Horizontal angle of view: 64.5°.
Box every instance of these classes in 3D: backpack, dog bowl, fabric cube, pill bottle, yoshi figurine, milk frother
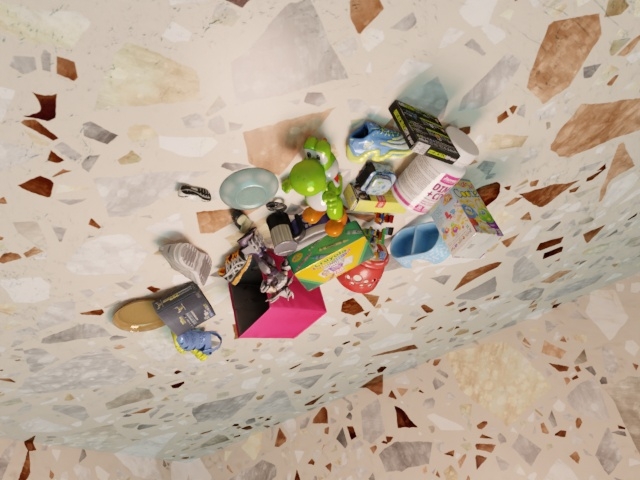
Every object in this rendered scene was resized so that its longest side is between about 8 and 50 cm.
[{"bbox_3d":[0.196,-0.204,1.712,0.114,0.084,0.105,-1,144,-30],"label":"backpack"},{"bbox_3d":[0.000,0.000,1.888,0.265,0.104,0.264,-13,146,-9],"label":"dog bowl"},{"bbox_3d":[-0.172,0.216,1.968,0.258,0.259,0.254,8,141,-36],"label":"fabric cube"},{"bbox_3d":[0.392,0.013,2.001,0.074,0.165,0.297,25,156,-30],"label":"dog bowl"},{"bbox_3d":[0.380,-0.232,1.693,0.160,0.160,0.283,8,138,-34],"label":"pill bottle"},{"bbox_3d":[-0.019,-0.153,1.590,0.204,0.202,0.362,-11,143,0],"label":"yoshi figurine"},{"bbox_3d":[-0.137,-0.045,1.729,0.129,0.134,0.143,-36,143,22],"label":"milk frother"}]

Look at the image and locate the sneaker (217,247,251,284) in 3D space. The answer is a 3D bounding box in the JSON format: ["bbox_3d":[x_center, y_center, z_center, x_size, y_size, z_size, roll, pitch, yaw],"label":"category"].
[{"bbox_3d":[-0.311,0.079,1.876,0.083,0.084,0.214,25,122,-15],"label":"sneaker"}]

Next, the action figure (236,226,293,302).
[{"bbox_3d":[-0.179,0.094,1.767,0.099,0.185,0.285,-29,103,27],"label":"action figure"}]

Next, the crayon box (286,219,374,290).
[{"bbox_3d":[0.039,0.057,1.797,0.279,0.081,0.165,-28,148,3],"label":"crayon box"}]

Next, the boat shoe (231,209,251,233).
[{"bbox_3d":[-0.269,-0.065,1.725,0.049,0.042,0.133,-47,162,-12],"label":"boat shoe"}]

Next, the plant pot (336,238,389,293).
[{"bbox_3d":[0.171,0.091,2.025,0.191,0.191,0.174,1,139,-27],"label":"plant pot"}]

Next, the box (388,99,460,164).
[{"bbox_3d":[0.310,-0.321,1.512,0.191,0.184,0.045,9,135,-37],"label":"box"}]

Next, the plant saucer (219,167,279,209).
[{"bbox_3d":[-0.224,-0.151,1.625,0.195,0.037,0.195,-13,147,-9],"label":"plant saucer"}]

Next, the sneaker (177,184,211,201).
[{"bbox_3d":[-0.389,-0.141,1.564,0.109,0.040,0.044,16,149,-36],"label":"sneaker"}]

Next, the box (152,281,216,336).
[{"bbox_3d":[-0.538,0.275,2.020,0.184,0.059,0.232,-28,147,-12],"label":"box"}]

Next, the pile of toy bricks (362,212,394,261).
[{"bbox_3d":[0.199,-0.022,1.934,0.105,0.212,0.118,7,172,39],"label":"pile of toy bricks"}]

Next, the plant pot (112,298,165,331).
[{"bbox_3d":[-0.706,0.295,2.028,0.237,0.032,0.236,-13,145,-9],"label":"plant pot"}]

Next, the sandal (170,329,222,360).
[{"bbox_3d":[-0.543,0.435,2.240,0.138,0.126,0.317,-27,154,6],"label":"sandal"}]

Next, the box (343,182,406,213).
[{"bbox_3d":[0.201,-0.148,1.794,0.232,0.087,0.058,3,140,-28],"label":"box"}]

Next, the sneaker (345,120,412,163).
[{"bbox_3d":[0.193,-0.309,1.555,0.240,0.091,0.126,-16,146,-3],"label":"sneaker"}]

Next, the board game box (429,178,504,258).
[{"bbox_3d":[0.519,-0.085,1.865,0.142,0.275,0.144,4,140,-30],"label":"board game box"}]

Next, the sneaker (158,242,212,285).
[{"bbox_3d":[-0.473,0.074,1.799,0.115,0.105,0.281,12,154,15],"label":"sneaker"}]
